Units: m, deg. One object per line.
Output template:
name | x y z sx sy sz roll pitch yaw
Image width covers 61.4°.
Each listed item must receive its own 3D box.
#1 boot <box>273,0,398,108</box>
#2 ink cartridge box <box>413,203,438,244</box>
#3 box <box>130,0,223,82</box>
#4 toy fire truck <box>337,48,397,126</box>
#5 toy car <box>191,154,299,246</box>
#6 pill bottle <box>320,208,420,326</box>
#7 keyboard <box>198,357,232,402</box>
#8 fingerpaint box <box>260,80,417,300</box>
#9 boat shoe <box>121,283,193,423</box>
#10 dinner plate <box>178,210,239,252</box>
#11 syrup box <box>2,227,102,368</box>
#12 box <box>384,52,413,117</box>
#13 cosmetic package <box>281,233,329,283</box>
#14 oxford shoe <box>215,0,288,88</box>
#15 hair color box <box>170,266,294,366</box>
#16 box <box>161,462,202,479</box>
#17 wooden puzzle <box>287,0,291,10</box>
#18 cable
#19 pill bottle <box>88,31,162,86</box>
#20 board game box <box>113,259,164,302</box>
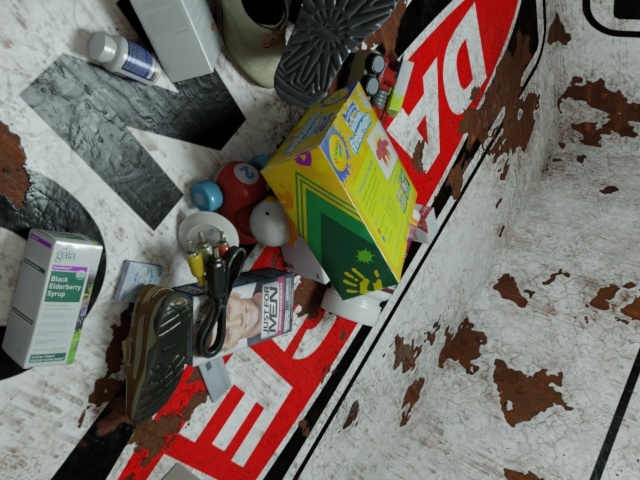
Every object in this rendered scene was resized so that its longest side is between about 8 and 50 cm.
boot | 0.059 -0.522 1.122 0.146 0.367 0.445 34 40 -15
ink cartridge box | 0.320 -0.070 1.934 0.072 0.175 0.127 -53 142 -29
box | -0.264 -0.410 1.013 0.130 0.091 0.170 -88 164 -47
toy fire truck | 0.159 -0.425 1.599 0.246 0.158 0.217 7 99 -44
toy car | -0.134 -0.070 1.265 0.219 0.238 0.210 -35 131 -41
pill bottle | 0.154 0.060 1.728 0.224 0.224 0.392 23 87 -55
keyboard | -0.292 0.328 1.436 0.072 0.014 0.256 -36 132 -32
fingerpaint box | 0.073 -0.138 1.338 0.371 0.163 0.444 58 29 -23
boat shoe | -0.374 0.242 1.193 0.123 0.120 0.324 -7 119 -59
dinner plate | -0.257 -0.001 1.230 0.017 0.141 0.141 -83 171 -62
syrup box | -0.491 0.103 0.988 0.093 0.096 0.236 10 98 -54
box | 0.248 -0.489 1.709 0.109 0.042 0.178 -132 -121 -86
cosmetic package | 0.000 0.000 1.553 0.184 0.151 0.151 -40 134 -37
oxford shoe | -0.132 -0.443 1.116 0.140 0.146 0.397 -38 153 -8
hair color box | -0.218 0.182 1.371 0.347 0.105 0.173 -10 106 -51
box | -0.414 0.748 1.368 0.311 0.121 0.148 -45 137 -32
wooden puzzle | -0.150 -0.676 1.107 0.322 0.081 0.347 4 108 -54
cable | -0.236 0.117 1.215 0.139 0.072 0.287 -18 121 -46
pill bottle | -0.357 -0.334 0.989 0.120 0.067 0.067 11 97 -55
board game box | -0.395 0.092 1.177 0.090 0.020 0.090 17 92 -56
